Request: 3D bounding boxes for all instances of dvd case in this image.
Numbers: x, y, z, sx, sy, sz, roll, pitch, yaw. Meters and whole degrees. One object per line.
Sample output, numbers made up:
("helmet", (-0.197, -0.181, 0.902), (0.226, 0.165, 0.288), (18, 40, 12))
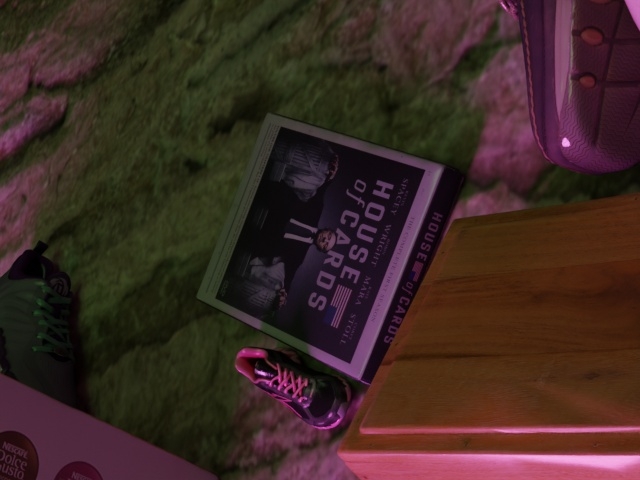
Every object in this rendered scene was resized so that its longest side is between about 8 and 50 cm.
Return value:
("dvd case", (0.000, 0.000, 1.216), (0.238, 0.029, 0.179), (21, 90, 51))

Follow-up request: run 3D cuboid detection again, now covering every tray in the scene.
("tray", (0.209, 0.059, 0.862), (0.411, 0.076, 0.203), (-8, 44, 46))

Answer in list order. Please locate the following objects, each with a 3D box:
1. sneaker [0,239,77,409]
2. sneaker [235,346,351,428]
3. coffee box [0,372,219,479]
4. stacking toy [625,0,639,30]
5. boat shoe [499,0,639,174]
("sneaker", (-0.276, 0.084, 1.450), (0.098, 0.083, 0.224), (-52, 41, 11))
("sneaker", (-0.025, 0.113, 1.172), (0.119, 0.057, 0.047), (22, 88, 49))
("coffee box", (-0.348, 0.286, 1.204), (0.338, 0.337, 0.334), (-9, 57, 46))
("stacking toy", (0.379, -0.282, 0.769), (0.479, 0.350, 0.351), (-10, 64, 26))
("boat shoe", (0.191, -0.198, 1.035), (0.130, 0.132, 0.355), (-25, 47, 54))
